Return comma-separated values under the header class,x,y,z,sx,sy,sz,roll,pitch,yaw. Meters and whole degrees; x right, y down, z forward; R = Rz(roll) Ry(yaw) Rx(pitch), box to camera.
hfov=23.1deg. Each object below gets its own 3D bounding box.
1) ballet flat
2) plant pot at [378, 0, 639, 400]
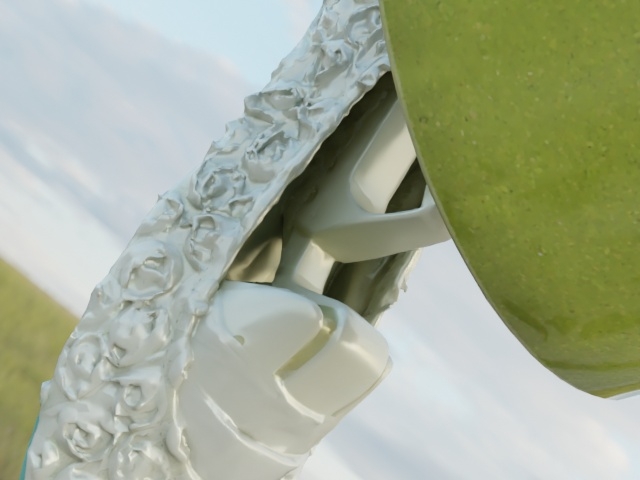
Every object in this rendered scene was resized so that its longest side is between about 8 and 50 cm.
class,x,y,z,sx,sy,sz,roll,pitch,yaw
ballet flat,0.000,0.000,0.769,0.147,0.409,0.147,28,-16,9
plant pot,0.215,-0.100,0.544,0.294,0.274,0.275,-13,-43,34
